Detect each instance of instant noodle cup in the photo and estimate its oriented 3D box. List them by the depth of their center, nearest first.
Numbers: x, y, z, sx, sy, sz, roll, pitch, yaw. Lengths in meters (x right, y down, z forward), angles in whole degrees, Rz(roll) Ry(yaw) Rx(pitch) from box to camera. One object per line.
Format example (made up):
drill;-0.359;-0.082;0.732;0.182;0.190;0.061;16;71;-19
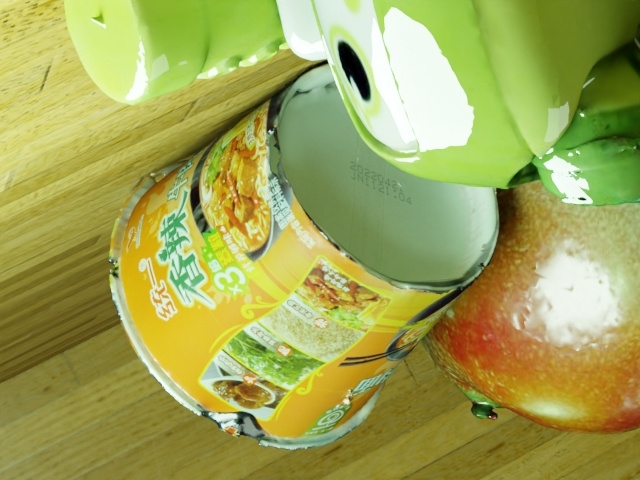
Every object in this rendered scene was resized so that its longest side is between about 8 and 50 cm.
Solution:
instant noodle cup;0.000;0.000;1.328;0.230;0.230;0.182;-25;168;-45

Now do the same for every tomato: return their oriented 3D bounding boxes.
tomato;0.211;0.000;1.450;0.303;0.239;0.303;-5;-163;1

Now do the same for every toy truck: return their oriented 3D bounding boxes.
toy truck;0.045;-0.095;0.638;0.210;0.148;0.187;-2;-160;42
